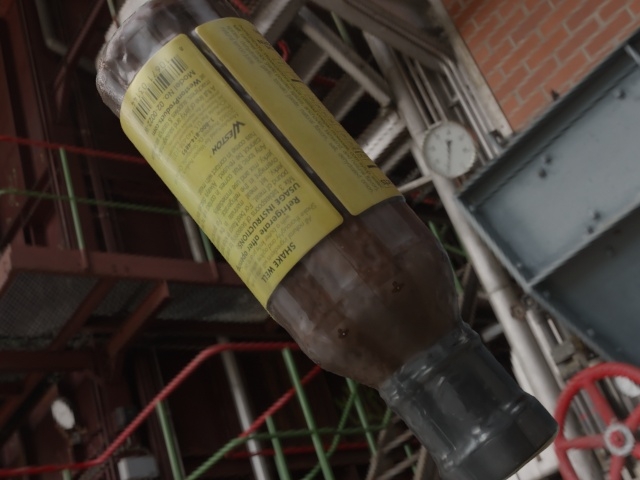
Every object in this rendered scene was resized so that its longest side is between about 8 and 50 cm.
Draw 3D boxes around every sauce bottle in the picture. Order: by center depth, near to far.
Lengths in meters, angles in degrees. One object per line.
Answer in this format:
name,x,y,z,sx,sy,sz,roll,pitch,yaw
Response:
sauce bottle,0.000,0.000,0.523,0.111,0.344,0.111,-36,-15,-11
